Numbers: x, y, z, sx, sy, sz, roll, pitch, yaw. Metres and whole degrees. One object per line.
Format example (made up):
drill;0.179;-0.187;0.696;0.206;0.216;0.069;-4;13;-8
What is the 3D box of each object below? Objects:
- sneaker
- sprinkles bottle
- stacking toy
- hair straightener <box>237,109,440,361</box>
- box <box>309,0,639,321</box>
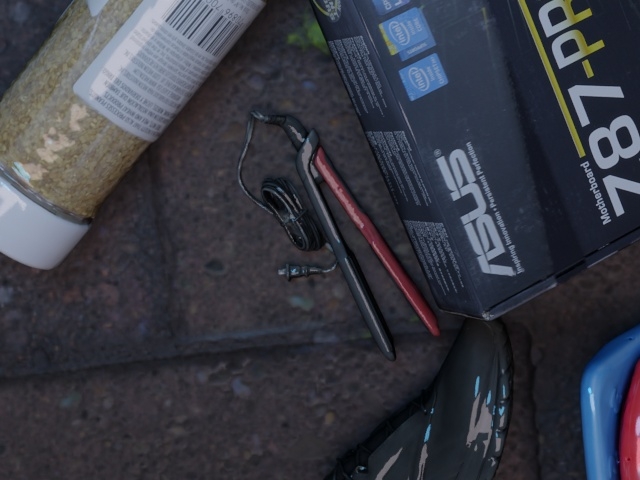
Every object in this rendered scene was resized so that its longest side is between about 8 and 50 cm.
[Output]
sneaker;0.072;0.185;1.364;0.130;0.109;0.286;19;100;3
sprinkles bottle;-0.140;-0.145;1.285;0.121;0.121;0.355;39;100;-7
stacking toy;0.353;0.154;1.254;0.301;0.175;0.166;0;106;35
hair straightener;0.000;0.000;1.350;0.089;0.047;0.230;-32;100;7
box;0.156;-0.187;1.229;0.318;0.097;0.395;-26;102;-17
